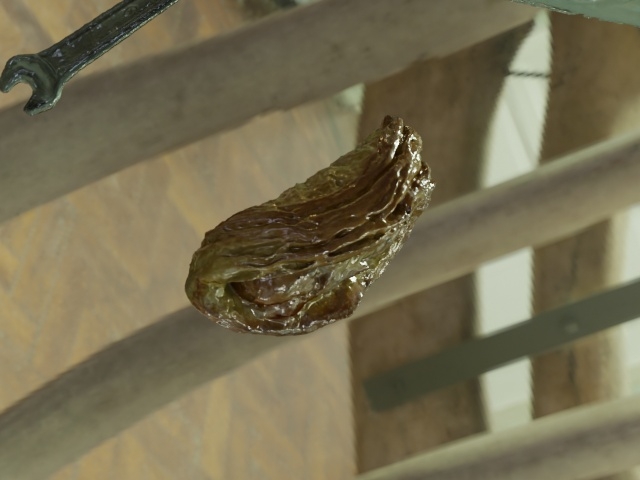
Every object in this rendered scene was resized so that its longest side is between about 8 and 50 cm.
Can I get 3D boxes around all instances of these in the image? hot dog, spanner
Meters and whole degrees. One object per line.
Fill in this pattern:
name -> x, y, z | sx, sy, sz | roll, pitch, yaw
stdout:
hot dog -> 0.004, 0.001, 1.183 | 0.114, 0.259, 0.175 | 47, -27, 15
spanner -> -0.192, -0.229, 1.305 | 0.071, 0.302, 0.017 | 53, -4, 14

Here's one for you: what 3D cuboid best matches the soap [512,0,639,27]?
soap -> 0.209, -0.175, 0.693 | 0.261, 0.150, 0.094 | 5, 68, -25
